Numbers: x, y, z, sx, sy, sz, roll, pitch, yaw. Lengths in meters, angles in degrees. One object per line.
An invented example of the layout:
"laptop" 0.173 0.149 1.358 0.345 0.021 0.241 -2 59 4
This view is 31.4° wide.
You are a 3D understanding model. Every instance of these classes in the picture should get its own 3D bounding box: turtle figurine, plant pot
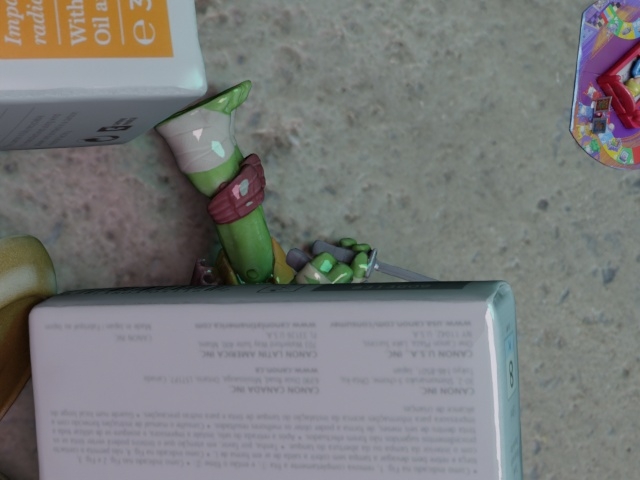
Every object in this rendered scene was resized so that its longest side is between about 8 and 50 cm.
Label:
"turtle figurine" 0.000 0.000 0.866 0.198 0.274 0.266 -38 106 -53
"plant pot" -0.246 0.102 0.744 0.032 0.236 0.236 34 78 8

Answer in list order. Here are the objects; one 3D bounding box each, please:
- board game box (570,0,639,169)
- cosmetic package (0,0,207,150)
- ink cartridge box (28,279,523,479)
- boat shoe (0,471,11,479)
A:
"board game box" 0.305 -0.151 1.074 0.133 0.033 0.169 6 92 -24
"cosmetic package" -0.304 -0.163 0.589 0.453 0.161 0.230 -6 87 -26
"ink cartridge box" -0.024 0.221 0.740 0.308 0.091 0.385 -2 95 17
"boat shoe" -0.207 0.305 0.848 0.103 0.113 0.302 -31 108 2
